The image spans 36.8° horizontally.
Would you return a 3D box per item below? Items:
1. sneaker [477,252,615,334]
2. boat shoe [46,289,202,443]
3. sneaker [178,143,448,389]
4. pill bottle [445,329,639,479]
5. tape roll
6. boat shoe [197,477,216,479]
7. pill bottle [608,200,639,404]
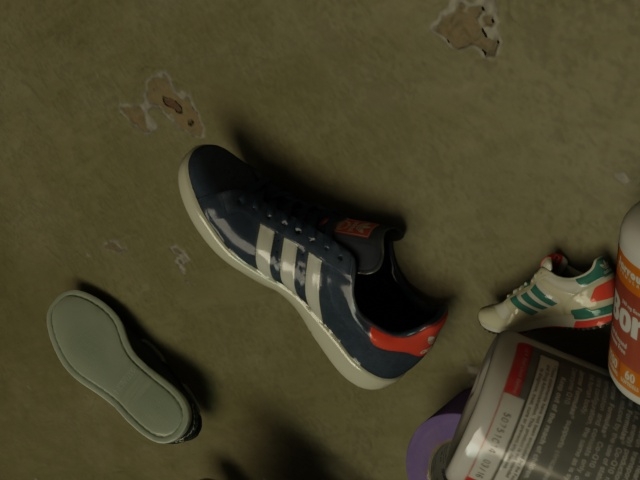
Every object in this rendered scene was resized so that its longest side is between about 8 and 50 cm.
[{"bbox_3d":[0.226,0.051,0.966,0.161,0.057,0.075,-9,96,45],"label":"sneaker"},{"bbox_3d":[-0.298,0.196,1.457,0.302,0.114,0.091,47,178,20],"label":"boat shoe"},{"bbox_3d":[0.000,0.000,1.065,0.350,0.131,0.148,43,131,-3],"label":"sneaker"},{"bbox_3d":[0.277,0.209,0.922,0.283,0.161,0.161,22,133,8],"label":"pill bottle"},{"bbox_3d":[0.197,0.266,1.093,0.189,0.080,0.189,17,118,34],"label":"tape roll"},{"bbox_3d":[-0.140,0.483,1.540,0.277,0.098,0.096,62,172,-19],"label":"boat shoe"},{"bbox_3d":[0.314,0.035,0.823,0.121,0.121,0.216,15,128,31],"label":"pill bottle"}]
